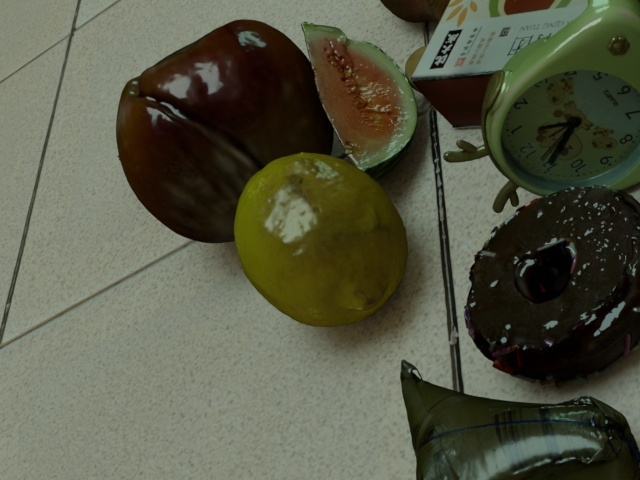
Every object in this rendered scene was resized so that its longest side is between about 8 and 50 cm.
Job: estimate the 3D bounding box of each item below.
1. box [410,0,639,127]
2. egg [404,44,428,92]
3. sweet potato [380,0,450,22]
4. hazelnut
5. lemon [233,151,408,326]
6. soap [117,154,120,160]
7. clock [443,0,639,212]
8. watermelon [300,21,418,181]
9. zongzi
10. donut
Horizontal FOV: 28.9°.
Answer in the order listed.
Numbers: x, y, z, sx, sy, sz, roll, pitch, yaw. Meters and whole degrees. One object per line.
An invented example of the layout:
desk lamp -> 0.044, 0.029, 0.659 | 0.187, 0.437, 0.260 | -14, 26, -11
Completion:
box -> 0.360, -0.354, 1.792 | 0.344, 0.122, 0.385 | 4, 59, 47
egg -> 0.181, -0.266, 1.933 | 0.096, 0.080, 0.080 | 7, 61, 47
sweet potato -> 0.148, -0.436, 2.098 | 0.131, 0.131, 0.336 | -53, 35, -7
hazelnut -> -0.145, -0.170, 2.002 | 0.372, 0.315, 0.372 | -8, 71, 24
lemon -> 0.000, 0.000, 1.737 | 0.233, 0.233, 0.288 | -46, 52, 2
soap -> -0.260, -0.234, 2.351 | 0.162, 0.099, 0.250 | 0, 57, 47
clock -> 0.311, -0.154, 1.562 | 0.308, 0.235, 0.096 | -32, 31, 25
watermelon -> 0.082, -0.209, 1.924 | 0.128, 0.159, 0.303 | -25, 59, 12
zongzi -> 0.217, 0.201, 1.419 | 0.260, 0.123, 0.289 | -28, 35, 19
donut -> 0.295, 0.055, 1.488 | 0.269, 0.103, 0.270 | -30, 37, 26
